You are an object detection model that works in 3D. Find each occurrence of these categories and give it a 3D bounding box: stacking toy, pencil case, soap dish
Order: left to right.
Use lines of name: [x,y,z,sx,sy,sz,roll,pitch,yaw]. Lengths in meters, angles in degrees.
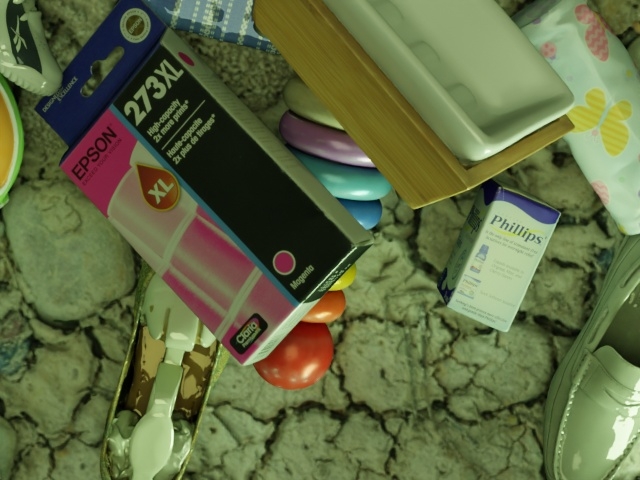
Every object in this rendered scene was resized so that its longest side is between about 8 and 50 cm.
stacking toy: [0.000,0.000,1.523,0.141,0.141,0.330,11,105,-4]
soap dish: [0.087,-0.174,1.391,0.291,0.229,0.118,51,127,8]
pencil case: [0.293,-0.138,1.509,0.113,0.124,0.273,-32,98,20]

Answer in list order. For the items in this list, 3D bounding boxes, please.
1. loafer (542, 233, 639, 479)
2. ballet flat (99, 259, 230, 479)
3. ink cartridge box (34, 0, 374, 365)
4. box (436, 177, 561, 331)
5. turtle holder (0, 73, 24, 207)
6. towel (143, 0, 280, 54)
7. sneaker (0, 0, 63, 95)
loafer: [0.320,0.134,1.552,0.112,0.111,0.319,16,98,-4]
ballet flat: [-0.156,0.128,1.535,0.123,0.123,0.348,15,98,-4]
ink cartridge box: [-0.134,-0.067,1.460,0.371,0.069,0.176,47,109,13]
box: [0.184,0.011,1.522,0.072,0.126,0.137,23,97,-4]
turtle holder: [-0.463,-0.102,1.432,0.320,0.227,0.243,14,99,-4]
towel: [-0.011,-0.310,1.511,0.336,0.040,0.243,14,99,-4]
sneaker: [-0.302,-0.275,1.475,0.153,0.094,0.235,-36,86,11]
